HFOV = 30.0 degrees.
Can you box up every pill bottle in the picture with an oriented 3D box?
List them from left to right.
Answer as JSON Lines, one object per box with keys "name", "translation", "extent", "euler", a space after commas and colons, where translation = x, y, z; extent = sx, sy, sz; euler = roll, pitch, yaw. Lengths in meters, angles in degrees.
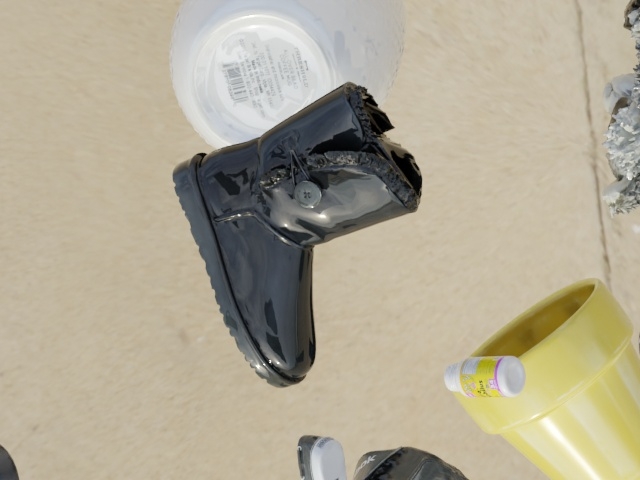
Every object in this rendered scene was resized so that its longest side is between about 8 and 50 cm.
{"name": "pill bottle", "translation": [0.174, 0.145, 1.273], "extent": [0.083, 0.043, 0.043], "euler": [-8, 93, 46]}

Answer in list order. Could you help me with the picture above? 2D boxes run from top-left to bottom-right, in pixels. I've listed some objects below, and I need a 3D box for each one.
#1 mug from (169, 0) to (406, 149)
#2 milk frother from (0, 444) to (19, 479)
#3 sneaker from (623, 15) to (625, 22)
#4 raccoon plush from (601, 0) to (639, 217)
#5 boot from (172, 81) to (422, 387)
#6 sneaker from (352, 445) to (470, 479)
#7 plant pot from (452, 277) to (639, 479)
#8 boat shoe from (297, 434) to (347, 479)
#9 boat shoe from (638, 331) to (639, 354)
{"name": "mug", "translation": [-0.041, -0.181, 1.447], "extent": [0.276, 0.328, 0.374], "euler": [1, 111, 7]}
{"name": "milk frother", "translation": [-0.282, 0.206, 0.830], "extent": [0.135, 0.143, 0.129], "euler": [19, 124, 41]}
{"name": "sneaker", "translation": [0.465, -0.326, 1.594], "extent": [0.135, 0.058, 0.052], "euler": [-40, 80, 18]}
{"name": "raccoon plush", "translation": [0.455, -0.106, 1.306], "extent": [0.216, 0.446, 0.299], "euler": [-7, 123, -13]}
{"name": "boot", "translation": [0.000, 0.000, 1.087], "extent": [0.207, 0.094, 0.246], "euler": [-20, 97, 24]}
{"name": "sneaker", "translation": [0.043, 0.180, 0.741], "extent": [0.106, 0.234, 0.078], "euler": [48, 111, 26]}
{"name": "plant pot", "translation": [0.345, 0.218, 1.625], "extent": [0.254, 0.254, 0.239], "euler": [-36, 91, 13]}
{"name": "boat shoe", "translation": [0.003, 0.260, 1.207], "extent": [0.040, 0.049, 0.142], "euler": [10, 112, 42]}
{"name": "boat shoe", "translation": [0.354, -0.020, 1.052], "extent": [0.114, 0.091, 0.302], "euler": [23, 84, -33]}
